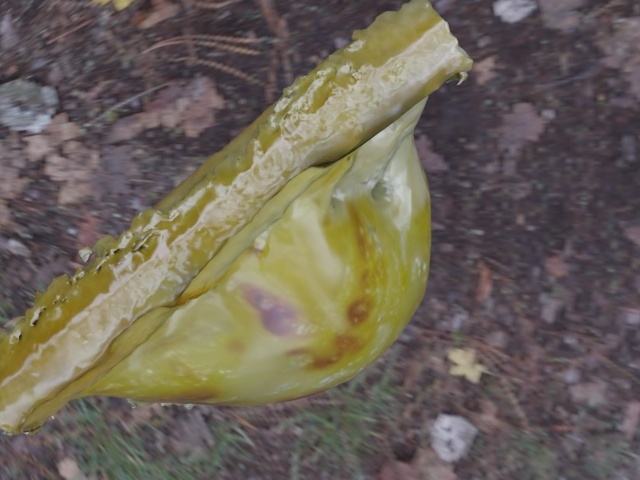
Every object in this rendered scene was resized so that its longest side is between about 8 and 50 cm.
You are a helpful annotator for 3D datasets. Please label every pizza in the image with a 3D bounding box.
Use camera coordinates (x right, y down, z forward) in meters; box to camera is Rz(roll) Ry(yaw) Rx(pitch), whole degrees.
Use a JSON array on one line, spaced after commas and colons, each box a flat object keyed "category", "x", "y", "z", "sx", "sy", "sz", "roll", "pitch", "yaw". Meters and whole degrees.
[{"category": "pizza", "x": -0.001, "y": 0.003, "z": 0.657, "sx": 0.204, "sy": 0.188, "sz": 0.080, "roll": -41, "pitch": 75, "yaw": 22}]
